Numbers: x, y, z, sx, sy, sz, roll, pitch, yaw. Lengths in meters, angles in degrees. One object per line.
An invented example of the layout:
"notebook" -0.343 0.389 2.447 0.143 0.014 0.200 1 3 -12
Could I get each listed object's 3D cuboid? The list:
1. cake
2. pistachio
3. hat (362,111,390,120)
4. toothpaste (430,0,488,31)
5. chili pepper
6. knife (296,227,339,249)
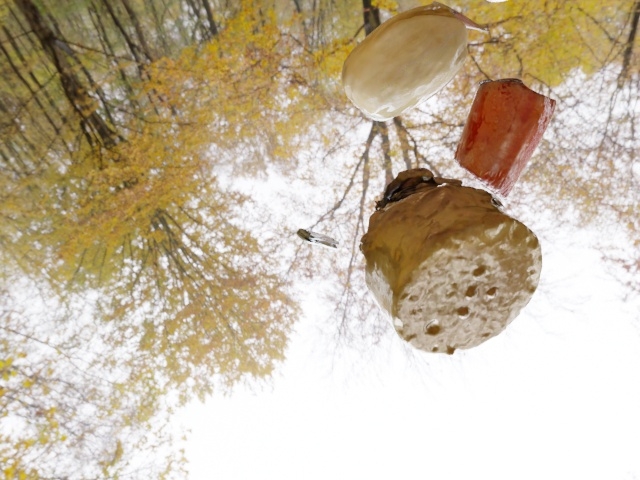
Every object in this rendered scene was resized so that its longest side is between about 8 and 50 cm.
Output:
"cake" 0.232 0.023 0.897 0.331 0.333 0.321 -21 -146 -4
"pistachio" 0.127 -0.259 0.622 0.200 0.145 0.117 -27 -111 1
"hat" 0.197 -0.468 1.386 0.257 0.257 0.130 15 -109 31
"toothpaste" 0.422 -0.682 1.313 0.194 0.043 0.067 38 -144 22
"chili pepper" 0.511 -0.302 1.258 0.229 0.306 0.251 13 -161 -37
"knife" 0.000 0.000 0.901 0.044 0.162 0.023 41 -80 22
